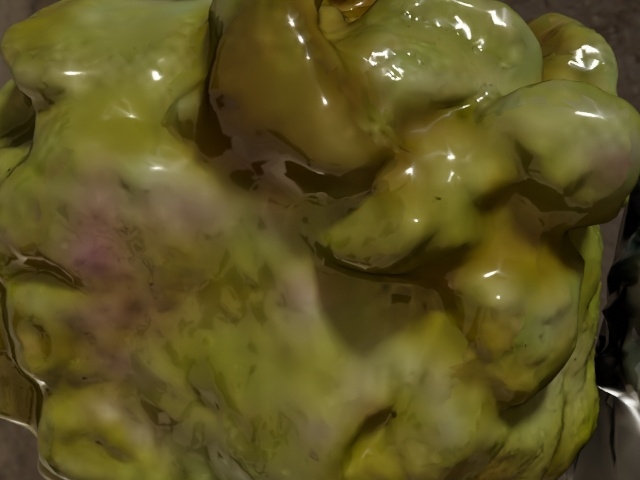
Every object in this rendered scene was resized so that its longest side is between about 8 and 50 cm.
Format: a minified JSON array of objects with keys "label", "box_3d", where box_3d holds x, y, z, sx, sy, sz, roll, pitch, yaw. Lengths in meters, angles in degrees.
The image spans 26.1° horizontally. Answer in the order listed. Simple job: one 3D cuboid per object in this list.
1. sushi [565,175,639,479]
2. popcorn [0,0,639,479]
[{"label":"sushi","box_3d":[0.234,0.023,0.455,0.328,0.285,0.328,13,75,27]},{"label":"popcorn","box_3d":[0.000,0.000,0.488,0.259,0.212,0.259,5,111,14]}]
